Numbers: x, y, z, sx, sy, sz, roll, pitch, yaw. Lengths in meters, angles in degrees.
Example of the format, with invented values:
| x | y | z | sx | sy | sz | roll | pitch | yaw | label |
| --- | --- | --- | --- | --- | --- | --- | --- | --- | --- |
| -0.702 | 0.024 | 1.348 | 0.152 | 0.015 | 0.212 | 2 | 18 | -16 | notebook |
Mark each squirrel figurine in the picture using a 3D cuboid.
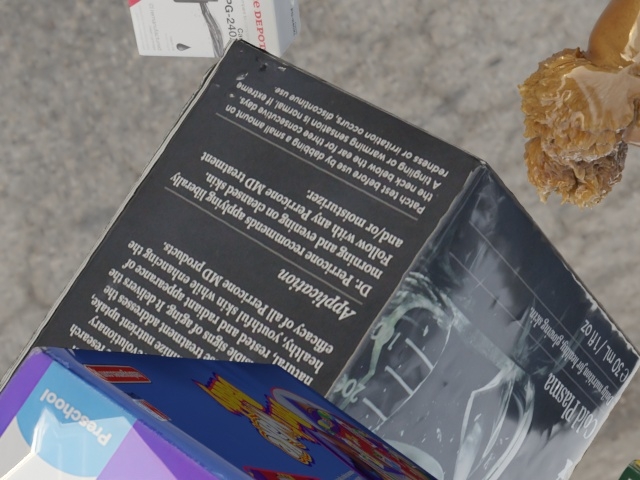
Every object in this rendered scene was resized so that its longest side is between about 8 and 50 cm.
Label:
| x | y | z | sx | sy | sz | roll | pitch | yaw | label |
| --- | --- | --- | --- | --- | --- | --- | --- | --- | --- |
| 0.444 | -0.221 | 1.950 | 0.397 | 0.281 | 0.370 | -27 | -178 | 5 | squirrel figurine |

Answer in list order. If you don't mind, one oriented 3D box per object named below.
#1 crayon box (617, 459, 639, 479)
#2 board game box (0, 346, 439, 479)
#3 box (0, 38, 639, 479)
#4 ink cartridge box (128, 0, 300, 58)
| x | y | z | sx | sy | sz | roll | pitch | yaw | label |
| --- | --- | --- | --- | --- | --- | --- | --- | --- | --- |
| 0.367 | 0.288 | 0.855 | 0.313 | 0.363 | 0.106 | 19 | 105 | -51 | crayon box |
| 0.028 | 0.136 | 0.476 | 0.078 | 0.233 | 0.347 | -55 | 170 | -1 | board game box |
| -0.002 | 0.164 | 1.256 | 0.471 | 0.297 | 0.480 | -56 | 145 | -4 | box |
| -0.103 | -0.235 | 1.331 | 0.150 | 0.063 | 0.109 | 4 | 125 | 17 | ink cartridge box |
